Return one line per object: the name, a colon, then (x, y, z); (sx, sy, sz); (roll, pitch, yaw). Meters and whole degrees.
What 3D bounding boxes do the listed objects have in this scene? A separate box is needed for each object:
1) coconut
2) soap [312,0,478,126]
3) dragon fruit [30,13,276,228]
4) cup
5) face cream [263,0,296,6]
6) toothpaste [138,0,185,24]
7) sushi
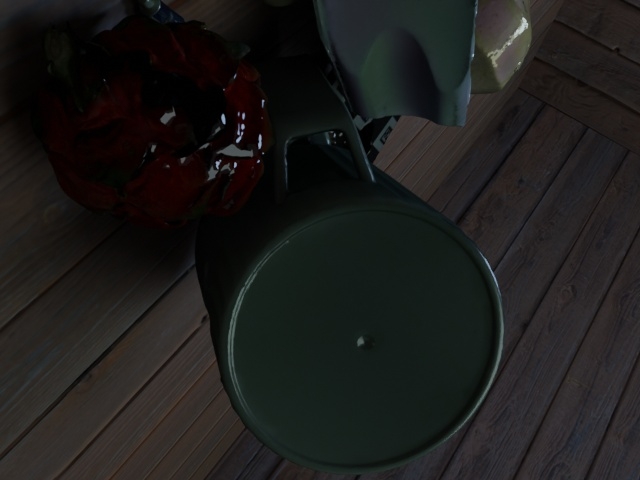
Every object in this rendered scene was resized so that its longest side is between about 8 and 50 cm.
coconut: (0.231, -0.348, 1.040); (0.236, 0.237, 0.197); (-56, 162, 1)
soap: (0.104, -0.280, 0.711); (0.446, 0.156, 0.261); (37, 59, -77)
dragon fruit: (-0.123, -0.091, 0.501); (0.188, 0.182, 0.182); (-42, 161, -50)
cup: (-0.018, 0.018, 0.720); (0.310, 0.401, 0.392); (-41, -165, 0)
face cream: (-0.076, -0.268, 0.500); (0.114, 0.070, 0.224); (-58, 158, 6)
toothpaste: (-0.136, -0.192, 0.545); (0.083, 0.019, 0.027); (9, 97, -80)
sushi: (-0.003, -0.145, 1.056); (0.320, 0.069, 0.339); (-10, 133, -61)
